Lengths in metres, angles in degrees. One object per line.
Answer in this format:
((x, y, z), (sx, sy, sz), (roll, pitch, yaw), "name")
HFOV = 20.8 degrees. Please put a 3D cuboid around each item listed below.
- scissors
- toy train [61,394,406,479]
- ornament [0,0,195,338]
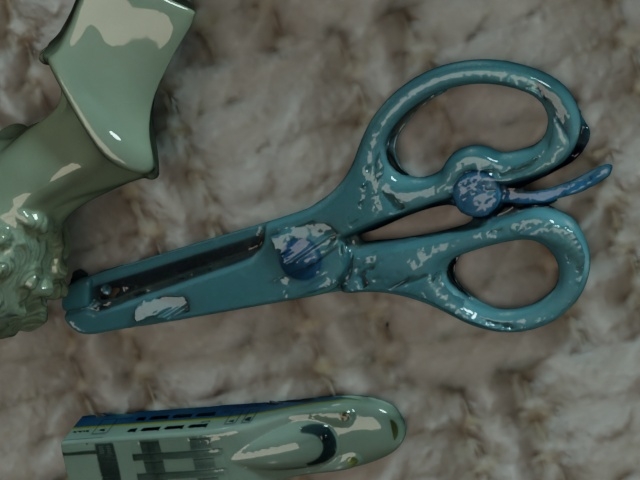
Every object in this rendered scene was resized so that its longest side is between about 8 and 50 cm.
((0.000, 0.000, 1.144), (0.393, 0.032, 0.180), (-14, 100, 19), "scissors")
((-0.059, 0.141, 1.188), (0.234, 0.051, 0.052), (-6, 107, 17), "toy train")
((-0.173, -0.049, 1.128), (0.120, 0.130, 0.285), (37, 111, -11), "ornament")
